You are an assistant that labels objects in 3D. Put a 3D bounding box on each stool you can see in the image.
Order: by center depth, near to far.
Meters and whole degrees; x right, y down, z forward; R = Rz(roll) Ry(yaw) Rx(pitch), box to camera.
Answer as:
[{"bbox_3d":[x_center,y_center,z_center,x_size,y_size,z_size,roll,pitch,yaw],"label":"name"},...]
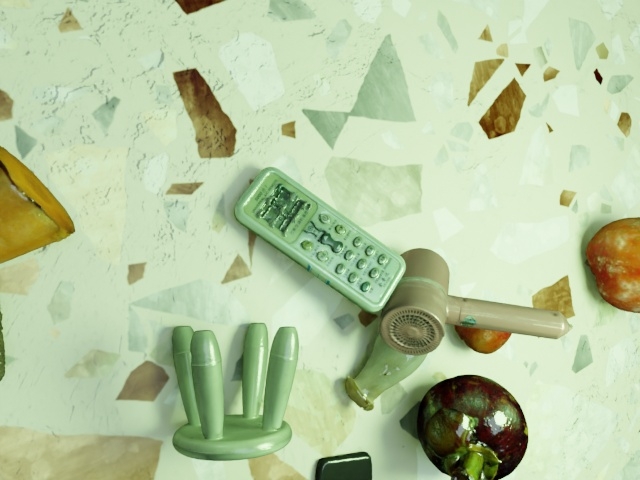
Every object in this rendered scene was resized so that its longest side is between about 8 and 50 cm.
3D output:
[{"bbox_3d":[-0.143,0.240,0.838,0.195,0.195,0.199,3,85,-27],"label":"stool"}]

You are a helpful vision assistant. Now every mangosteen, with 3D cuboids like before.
[{"bbox_3d":[0.305,0.413,1.026,0.231,0.231,0.289,60,29,-13],"label":"mangosteen"}]

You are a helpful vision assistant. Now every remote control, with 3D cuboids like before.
[{"bbox_3d":[0.000,0.000,0.957,0.335,0.065,0.128,36,74,-4],"label":"remote control"}]

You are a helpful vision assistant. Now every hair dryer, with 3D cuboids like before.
[{"bbox_3d":[0.305,0.132,0.991,0.210,0.352,0.125,-63,157,-54],"label":"hair dryer"}]

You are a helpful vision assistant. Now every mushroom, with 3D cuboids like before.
[{"bbox_3d":[0.146,0.253,1.054,0.116,0.093,0.225,36,80,2],"label":"mushroom"}]

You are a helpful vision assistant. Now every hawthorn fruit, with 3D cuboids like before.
[{"bbox_3d":[0.375,0.201,1.155,0.128,0.128,0.128,1,87,-28],"label":"hawthorn fruit"},{"bbox_3d":[0.876,0.068,1.354,0.284,0.284,0.284,1,87,-28],"label":"hawthorn fruit"}]

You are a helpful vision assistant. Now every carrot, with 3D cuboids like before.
[{"bbox_3d":[-0.490,-0.012,0.700,0.225,0.159,0.159,-38,105,-16],"label":"carrot"}]

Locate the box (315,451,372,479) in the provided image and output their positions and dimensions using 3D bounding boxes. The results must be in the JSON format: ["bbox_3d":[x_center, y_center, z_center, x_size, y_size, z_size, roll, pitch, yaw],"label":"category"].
[{"bbox_3d":[0.045,0.500,1.021,0.125,0.027,0.126,4,87,-25],"label":"box"}]

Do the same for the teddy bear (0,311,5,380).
[{"bbox_3d":[-0.537,0.126,0.677,0.190,0.177,0.140,-13,49,-28],"label":"teddy bear"}]
